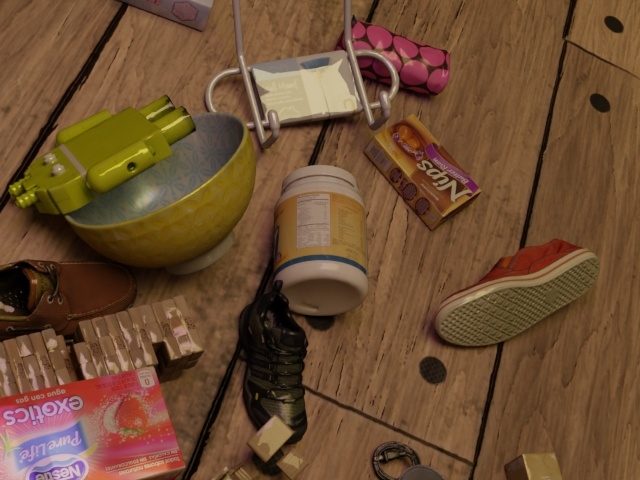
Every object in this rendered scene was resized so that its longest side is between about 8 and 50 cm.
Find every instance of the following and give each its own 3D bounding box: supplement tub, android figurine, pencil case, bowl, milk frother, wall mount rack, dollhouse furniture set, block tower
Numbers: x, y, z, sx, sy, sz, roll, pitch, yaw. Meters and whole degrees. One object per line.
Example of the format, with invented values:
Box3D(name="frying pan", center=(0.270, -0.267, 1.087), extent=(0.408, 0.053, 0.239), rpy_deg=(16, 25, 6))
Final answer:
Box3D(name="supplement tub", center=(0.000, 0.000, 1.593), extent=(0.144, 0.144, 0.199), rpy_deg=(11, 56, -18))
Box3D(name="android figurine", center=(-0.318, -0.123, 1.497), extent=(0.273, 0.248, 0.056), rpy_deg=(-29, 119, -11))
Box3D(name="pencil case", center=(0.133, -0.337, 1.894), extent=(0.209, 0.095, 0.098), rpy_deg=(18, 55, -16))
Box3D(name="bowl", center=(-0.207, -0.044, 1.500), extent=(0.289, 0.290, 0.156), rpy_deg=(-49, 128, -37))
Box3D(name="milk frother", center=(0.119, 0.338, 1.444), extent=(0.129, 0.134, 0.143), rpy_deg=(-16, 68, -32))
Box3D(name="wall mount rack", center=(-0.025, -0.319, 1.741), extent=(0.350, 0.130, 0.304), rpy_deg=(-12, 80, -19))
Box3D(name="dollhouse furniture set", center=(-0.048, 0.345, 1.359), extent=(0.182, 0.101, 0.161), rpy_deg=(43, 71, 6))
Box3D(name="block tower", center=(-0.329, 0.168, 1.379), extent=(0.336, 0.091, 0.097), rpy_deg=(-12, 65, -29))

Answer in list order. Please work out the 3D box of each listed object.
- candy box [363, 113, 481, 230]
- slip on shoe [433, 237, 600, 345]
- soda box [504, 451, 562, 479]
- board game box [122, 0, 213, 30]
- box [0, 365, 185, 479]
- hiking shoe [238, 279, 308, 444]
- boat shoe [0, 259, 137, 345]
Box3D(name="candy box", center=(0.176, -0.120, 1.803), extent=(0.109, 0.053, 0.186), rpy_deg=(-31, 75, -35))
Box3D(name="slip on shoe", center=(0.313, 0.081, 1.717), extent=(0.331, 0.123, 0.101), rpy_deg=(-22, 39, -27))
Box3D(name="soda box", center=(0.332, 0.409, 1.543), extent=(0.061, 0.058, 0.181), rpy_deg=(2, 61, -23))
Box3D(name="board game box", center=(-0.319, -0.554, 1.842), extent=(0.318, 0.066, 0.318), rpy_deg=(18, 55, -13))
Box3D(name="box", center=(-0.339, 0.272, 1.273), extent=(0.300, 0.154, 0.142), rpy_deg=(-9, 65, -29))
Box3D(name="hiking shoe", center=(-0.062, 0.173, 1.478), extent=(0.086, 0.114, 0.226), rpy_deg=(-4, 62, -25))
Box3D(name="boat shoe", center=(-0.382, 0.082, 1.399), extent=(0.307, 0.104, 0.110), rpy_deg=(-15, 67, -30))
